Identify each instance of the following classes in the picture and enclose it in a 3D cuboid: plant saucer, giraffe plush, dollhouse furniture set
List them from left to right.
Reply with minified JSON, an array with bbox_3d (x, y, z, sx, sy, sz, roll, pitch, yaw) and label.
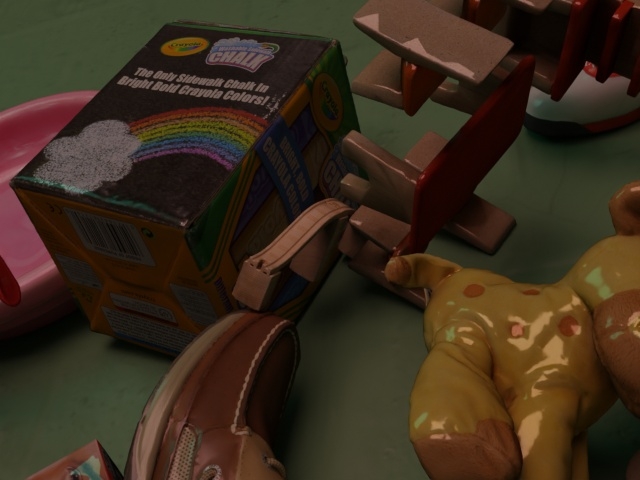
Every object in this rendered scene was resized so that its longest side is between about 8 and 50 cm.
[{"bbox_3d":[-0.297,-0.019,1.000,0.332,0.084,0.332,-13,40,11],"label":"plant saucer"},{"bbox_3d":[0.137,-0.095,0.735,0.135,0.262,0.259,30,59,21],"label":"dollhouse furniture set"},{"bbox_3d":[0.152,0.067,0.577,0.170,0.181,0.210,-24,53,19],"label":"giraffe plush"}]

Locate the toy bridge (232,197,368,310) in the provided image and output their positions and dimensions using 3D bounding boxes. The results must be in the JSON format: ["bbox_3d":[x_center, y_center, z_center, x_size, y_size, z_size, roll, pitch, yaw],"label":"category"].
[{"bbox_3d":[0.000,0.000,0.776,0.026,0.063,0.188,31,24,19],"label":"toy bridge"}]

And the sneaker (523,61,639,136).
[{"bbox_3d":[0.288,-0.190,0.853,0.270,0.145,0.090,-16,39,10],"label":"sneaker"}]

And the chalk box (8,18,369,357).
[{"bbox_3d":[-0.076,-0.062,0.851,0.180,0.179,0.289,14,50,29],"label":"chalk box"}]

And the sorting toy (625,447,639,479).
[{"bbox_3d":[0.312,0.127,0.571,0.208,0.038,0.193,-39,41,-11],"label":"sorting toy"}]

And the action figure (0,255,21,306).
[{"bbox_3d":[-0.340,0.123,0.823,0.280,0.139,0.091,-26,-6,37],"label":"action figure"}]

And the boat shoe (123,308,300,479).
[{"bbox_3d":[-0.066,0.189,0.631,0.119,0.123,0.324,8,50,20],"label":"boat shoe"}]

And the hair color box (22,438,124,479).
[{"bbox_3d":[-0.210,0.222,0.703,0.167,0.053,0.093,-29,38,-8],"label":"hair color box"}]
